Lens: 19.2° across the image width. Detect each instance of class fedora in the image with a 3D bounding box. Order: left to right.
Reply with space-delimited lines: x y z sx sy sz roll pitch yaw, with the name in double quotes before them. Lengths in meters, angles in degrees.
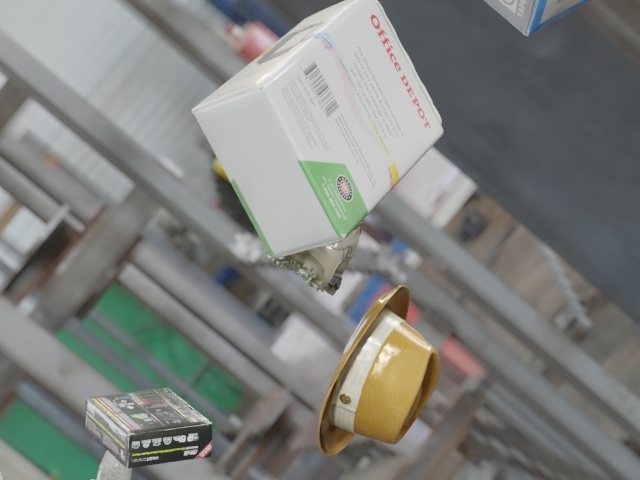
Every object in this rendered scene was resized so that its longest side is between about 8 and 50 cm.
"fedora" 0.069 0.142 1.904 0.194 0.079 0.194 -55 -19 -29

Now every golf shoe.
"golf shoe" 0.000 0.000 1.772 0.086 0.069 0.176 -56 -6 2

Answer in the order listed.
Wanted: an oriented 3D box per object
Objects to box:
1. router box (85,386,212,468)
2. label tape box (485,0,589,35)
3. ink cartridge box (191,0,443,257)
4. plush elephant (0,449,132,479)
"router box" -0.174 0.188 1.913 0.122 0.092 0.038 28 118 60
"label tape box" 0.171 -0.371 1.740 0.249 0.347 0.115 -31 -32 -25
"ink cartridge box" 0.004 -0.105 1.687 0.093 0.154 0.212 -16 20 39
"plush elephant" -0.278 0.371 2.343 0.255 0.271 0.330 -57 -24 -49
